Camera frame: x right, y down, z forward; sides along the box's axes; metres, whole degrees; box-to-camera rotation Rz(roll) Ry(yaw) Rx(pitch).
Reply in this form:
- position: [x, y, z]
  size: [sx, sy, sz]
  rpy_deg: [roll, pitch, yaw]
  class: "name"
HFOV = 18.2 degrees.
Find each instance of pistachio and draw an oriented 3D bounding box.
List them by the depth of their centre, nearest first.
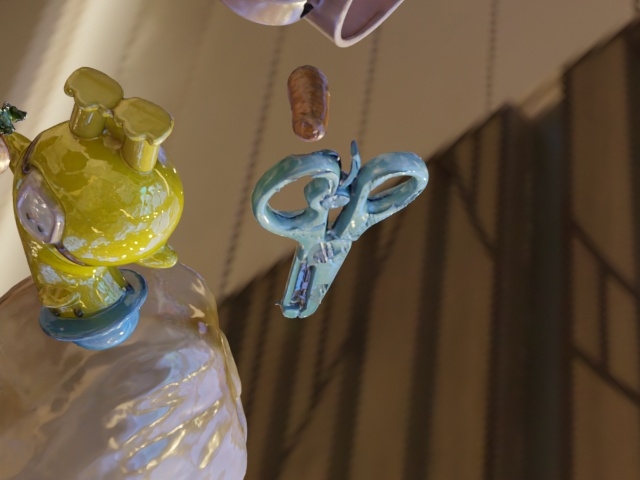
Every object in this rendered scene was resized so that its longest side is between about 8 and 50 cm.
- position: [-0.259, 0.215, 2.264]
  size: [0.445, 0.365, 0.281]
  rpy_deg: [-59, -162, 16]
  class: "pistachio"

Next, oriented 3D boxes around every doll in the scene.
- position: [-0.222, -0.025, 1.904]
  size: [0.145, 0.199, 0.363]
  rpy_deg: [-48, 168, -38]
  class: "doll"

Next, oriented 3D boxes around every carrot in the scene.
- position: [-0.014, -0.191, 2.780]
  size: [0.060, 0.060, 0.186]
  rpy_deg: [-39, -155, 17]
  class: "carrot"

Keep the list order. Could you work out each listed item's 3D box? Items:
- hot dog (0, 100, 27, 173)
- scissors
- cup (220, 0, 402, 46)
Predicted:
- position: [-0.317, -0.064, 1.655]
  size: [0.188, 0.055, 0.072]
  rpy_deg: [-30, -113, 38]
  class: "hot dog"
- position: [0.000, 0.001, 2.088]
  size: [0.393, 0.180, 0.032]
  rpy_deg: [112, -30, -62]
  class: "scissors"
- position: [-0.019, -0.278, 1.641]
  size: [0.253, 0.200, 0.191]
  rpy_deg: [-45, 169, -35]
  class: "cup"
